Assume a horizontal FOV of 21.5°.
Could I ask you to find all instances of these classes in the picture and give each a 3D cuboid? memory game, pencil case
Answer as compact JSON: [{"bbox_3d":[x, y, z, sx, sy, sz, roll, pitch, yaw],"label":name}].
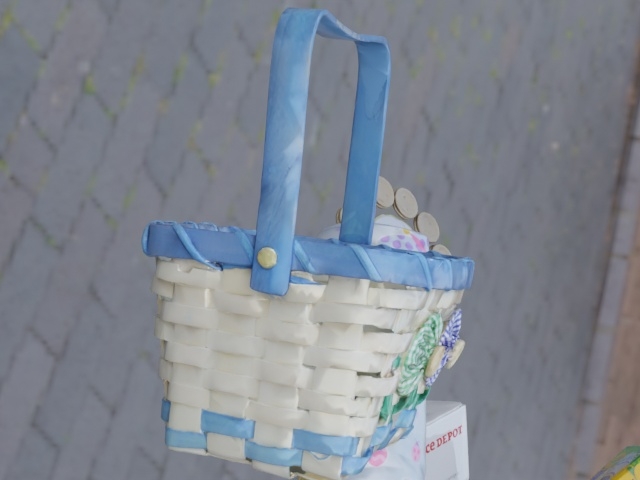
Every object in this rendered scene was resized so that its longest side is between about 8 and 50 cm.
[{"bbox_3d":[0.082,0.020,1.803,0.186,0.012,0.186,25,53,-38],"label":"memory game"},{"bbox_3d":[0.043,0.119,1.616,0.113,0.124,0.273,26,61,-49],"label":"pencil case"}]

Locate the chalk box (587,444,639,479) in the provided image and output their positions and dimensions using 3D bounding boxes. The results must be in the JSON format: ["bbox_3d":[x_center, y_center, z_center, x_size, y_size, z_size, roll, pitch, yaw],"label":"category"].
[{"bbox_3d":[0.346,0.307,1.826,0.213,0.132,0.132,-40,175,-6],"label":"chalk box"}]

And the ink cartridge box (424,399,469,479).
[{"bbox_3d":[0.087,0.291,1.790,0.160,0.092,0.219,-17,106,-56],"label":"ink cartridge box"}]

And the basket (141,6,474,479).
[{"bbox_3d":[0.000,0.000,1.110,0.255,0.201,0.289,-10,103,-75],"label":"basket"}]
